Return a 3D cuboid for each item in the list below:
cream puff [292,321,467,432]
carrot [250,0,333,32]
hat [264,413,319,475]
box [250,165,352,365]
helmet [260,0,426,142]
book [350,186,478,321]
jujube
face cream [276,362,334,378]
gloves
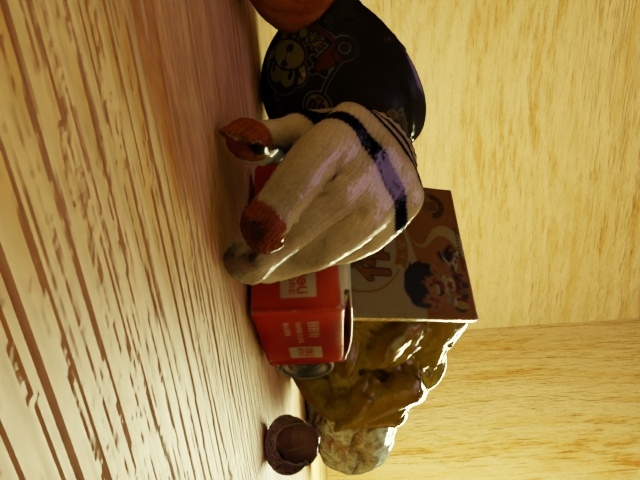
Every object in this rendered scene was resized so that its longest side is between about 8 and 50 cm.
[{"bbox_3d":[0.060,0.134,0.862,0.257,0.291,0.325,-32,144,-58],"label":"cream puff"},{"bbox_3d":[-0.031,-0.296,0.534,0.225,0.159,0.159,124,-36,-70],"label":"carrot"},{"bbox_3d":[-0.039,0.212,0.573,0.087,0.042,0.058,17,61,-52],"label":"hat"},{"bbox_3d":[-0.017,0.023,0.576,0.133,0.099,0.182,88,0,-54],"label":"box"},{"bbox_3d":[0.012,-0.181,0.746,0.230,0.160,0.279,40,-19,25],"label":"helmet"},{"bbox_3d":[0.074,0.010,0.756,0.020,0.295,0.208,134,-46,-57],"label":"book"},{"bbox_3d":[0.072,0.395,1.259,0.226,0.225,0.317,-93,-179,-48],"label":"jujube"},{"bbox_3d":[-0.024,0.069,0.752,0.075,0.075,0.230,85,1,-52],"label":"face cream"},{"bbox_3d":[0.010,-0.044,0.443,0.219,0.131,0.140,-51,130,-64],"label":"gloves"}]
